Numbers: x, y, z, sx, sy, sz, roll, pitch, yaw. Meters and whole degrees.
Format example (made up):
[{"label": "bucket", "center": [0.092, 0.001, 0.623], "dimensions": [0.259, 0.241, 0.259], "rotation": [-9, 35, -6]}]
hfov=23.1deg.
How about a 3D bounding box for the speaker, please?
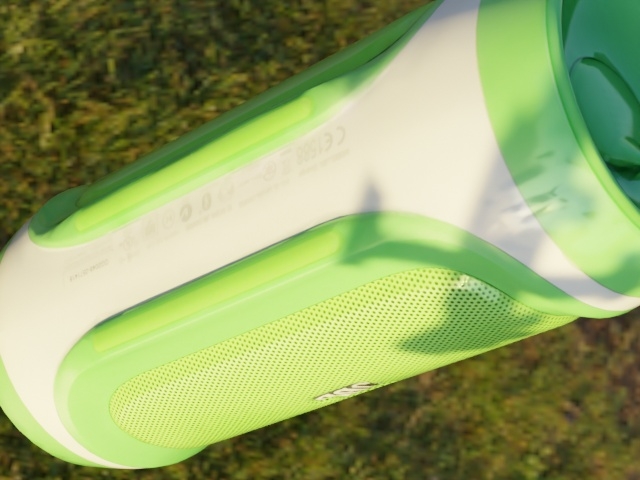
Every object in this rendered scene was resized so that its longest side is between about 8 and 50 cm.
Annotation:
[{"label": "speaker", "center": [0.000, 0.000, 0.583], "dimensions": [0.131, 0.296, 0.131], "rotation": [24, 56, -40]}]
